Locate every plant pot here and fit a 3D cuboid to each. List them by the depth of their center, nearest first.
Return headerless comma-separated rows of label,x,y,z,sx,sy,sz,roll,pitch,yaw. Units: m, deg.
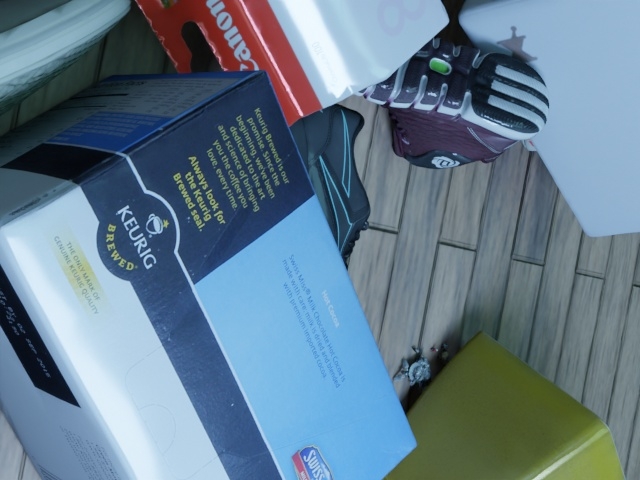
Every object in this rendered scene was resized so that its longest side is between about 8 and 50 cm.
plant pot,0.184,0.263,1.108,0.187,0.212,0.212,-34,124,-12

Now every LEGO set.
LEGO set,0.117,0.139,1.152,0.083,0.023,0.054,-38,118,-29

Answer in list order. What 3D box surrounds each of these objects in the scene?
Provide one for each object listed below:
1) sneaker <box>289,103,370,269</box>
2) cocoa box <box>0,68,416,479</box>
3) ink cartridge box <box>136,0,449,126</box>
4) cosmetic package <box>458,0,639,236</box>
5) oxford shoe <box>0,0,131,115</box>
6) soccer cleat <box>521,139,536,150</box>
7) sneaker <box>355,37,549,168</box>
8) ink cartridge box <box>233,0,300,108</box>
sneaker,0.000,0.000,0.980,0.106,0.101,0.267,-7,101,-27
cocoa box,-0.122,0.069,0.814,0.228,0.231,0.347,-37,117,-30
ink cartridge box,-0.015,-0.195,0.856,0.232,0.066,0.189,-46,123,-27
cosmetic package,0.403,-0.263,1.083,0.327,0.329,0.393,52,50,-32
oxford shoe,-0.320,-0.098,0.690,0.449,0.169,0.130,-33,95,-30
soccer cleat,0.241,-0.144,1.190,0.196,0.068,0.076,29,81,-41
sneaker,0.067,-0.140,1.028,0.281,0.162,0.106,25,64,-4
ink cartridge box,-0.052,-0.269,0.912,0.189,0.097,0.255,-44,120,-26
